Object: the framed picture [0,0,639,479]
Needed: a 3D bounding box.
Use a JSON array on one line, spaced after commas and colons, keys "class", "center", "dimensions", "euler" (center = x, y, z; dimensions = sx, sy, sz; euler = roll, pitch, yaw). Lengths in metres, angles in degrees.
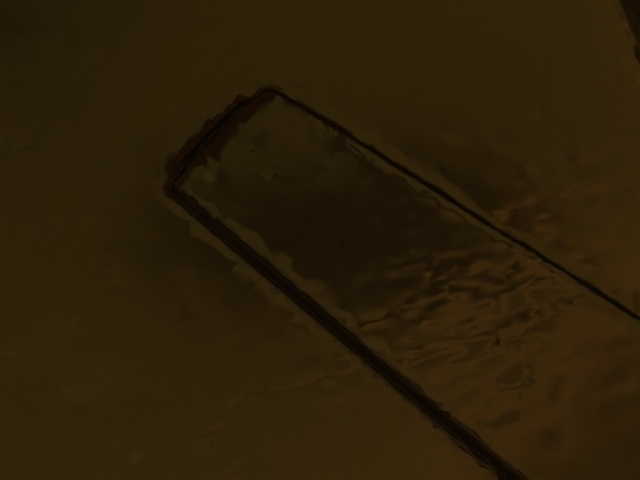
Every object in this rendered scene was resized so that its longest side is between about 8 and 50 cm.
[{"class": "framed picture", "center": [0.000, 0.000, 0.475], "dimensions": [0.232, 0.024, 0.315], "euler": [-15, -116, -10]}]
